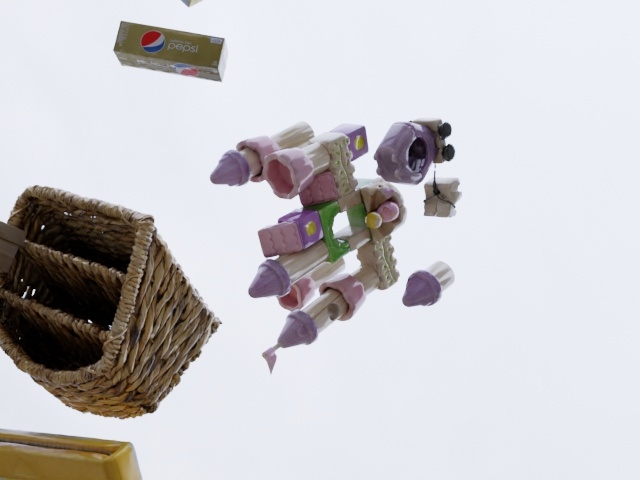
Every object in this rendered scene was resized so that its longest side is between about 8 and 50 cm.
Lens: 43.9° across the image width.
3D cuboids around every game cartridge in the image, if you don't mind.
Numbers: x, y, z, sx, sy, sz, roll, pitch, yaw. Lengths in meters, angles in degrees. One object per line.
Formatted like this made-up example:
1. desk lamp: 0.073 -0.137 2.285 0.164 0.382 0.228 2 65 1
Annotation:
1. game cartridge: -0.316 0.392 0.987 0.285 0.052 0.324 -3 -75 28

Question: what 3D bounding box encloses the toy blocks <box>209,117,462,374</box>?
1. toy blocks: 0.000 0.000 1.078 0.308 0.260 0.289 9 -59 44

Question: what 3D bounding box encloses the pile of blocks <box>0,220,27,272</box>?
1. pile of blocks: -0.500 -0.013 0.952 0.148 0.113 0.362 18 -11 8

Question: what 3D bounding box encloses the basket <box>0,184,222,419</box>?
1. basket: -0.328 0.084 1.061 0.299 0.213 0.223 16 -34 37

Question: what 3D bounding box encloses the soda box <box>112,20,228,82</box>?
1. soda box: -0.251 -0.318 1.339 0.181 0.058 0.061 10 -13 2

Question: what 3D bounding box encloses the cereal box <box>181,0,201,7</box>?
1. cereal box: -0.229 -0.457 1.070 0.240 0.047 0.173 44 -35 8
